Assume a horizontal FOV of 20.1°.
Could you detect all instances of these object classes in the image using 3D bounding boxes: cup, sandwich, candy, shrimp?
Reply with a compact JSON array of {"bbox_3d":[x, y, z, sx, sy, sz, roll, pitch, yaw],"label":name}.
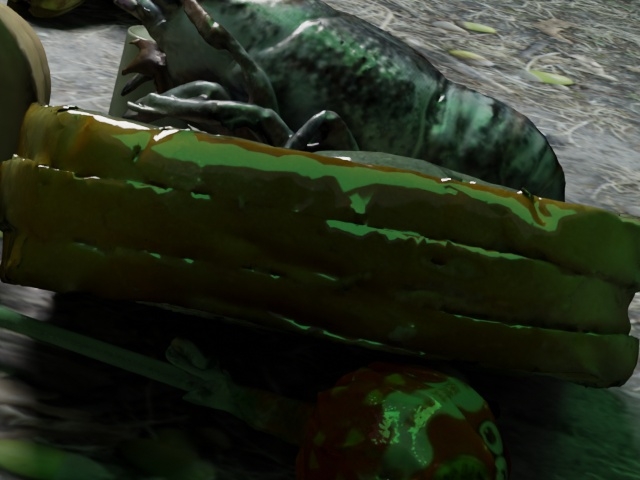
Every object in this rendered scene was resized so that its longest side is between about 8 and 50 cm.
[{"bbox_3d":[-0.102,-0.092,1.180,0.075,0.083,0.054,22,21,23],"label":"cup"},{"bbox_3d":[0.000,0.000,0.875,0.301,0.099,0.271,11,-2,0],"label":"sandwich"},{"bbox_3d":[-0.045,0.067,0.812,0.288,0.078,0.084,17,30,29],"label":"candy"},{"bbox_3d":[-0.032,-0.073,1.068,0.372,0.137,0.172,19,30,3],"label":"shrimp"}]

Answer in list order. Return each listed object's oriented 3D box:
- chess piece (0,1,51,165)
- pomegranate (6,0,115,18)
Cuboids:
[{"bbox_3d":[-0.215,-0.083,1.027,0.143,0.142,0.261,10,7,-4],"label":"chess piece"},{"bbox_3d":[-0.158,-0.261,1.531,0.190,0.159,0.241,4,48,1],"label":"pomegranate"}]
